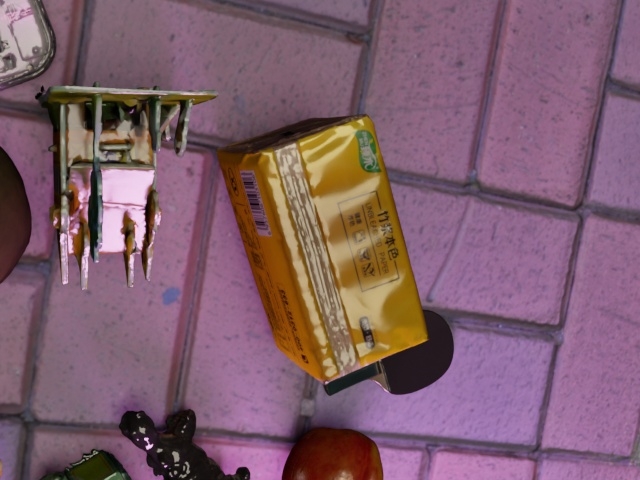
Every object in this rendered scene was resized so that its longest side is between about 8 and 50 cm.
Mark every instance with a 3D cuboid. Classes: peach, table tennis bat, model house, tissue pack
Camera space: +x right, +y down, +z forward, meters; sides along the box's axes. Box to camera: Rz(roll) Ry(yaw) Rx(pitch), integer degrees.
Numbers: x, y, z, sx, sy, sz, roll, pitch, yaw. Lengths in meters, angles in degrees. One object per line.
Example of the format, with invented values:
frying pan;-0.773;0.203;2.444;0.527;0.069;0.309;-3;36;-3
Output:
peach;0.018;0.432;1.673;0.197;0.197;0.198;-2;97;-19
table tennis bat;0.131;0.226;1.775;0.274;0.021;0.154;-20;102;-18
model house;-0.289;-0.076;1.413;0.242;0.357;0.313;-4;96;-20
tissue pack;0.000;0.000;1.557;0.228;0.293;0.382;-19;102;-17

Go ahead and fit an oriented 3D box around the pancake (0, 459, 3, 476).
pancake;-0.684;0.375;1.384;0.426;0.305;0.067;-28;134;-14

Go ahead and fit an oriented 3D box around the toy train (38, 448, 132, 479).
toy train;-0.366;0.490;1.562;0.188;0.159;0.272;-29;105;-21

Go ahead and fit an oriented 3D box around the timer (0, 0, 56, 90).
timer;-0.518;-0.335;1.458;0.190;0.069;0.209;-23;104;-13

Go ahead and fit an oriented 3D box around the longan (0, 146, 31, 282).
longan;-0.565;-0.044;1.363;0.297;0.297;0.298;-2;97;-19

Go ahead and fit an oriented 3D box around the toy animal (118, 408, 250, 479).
toy animal;-0.211;0.420;1.614;0.168;0.106;0.343;-27;90;-47
